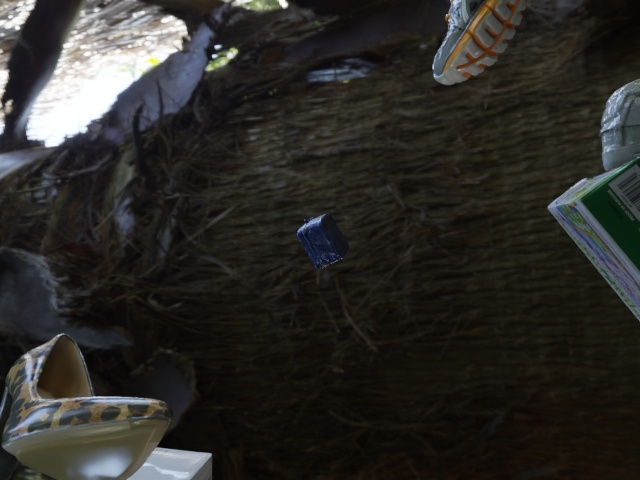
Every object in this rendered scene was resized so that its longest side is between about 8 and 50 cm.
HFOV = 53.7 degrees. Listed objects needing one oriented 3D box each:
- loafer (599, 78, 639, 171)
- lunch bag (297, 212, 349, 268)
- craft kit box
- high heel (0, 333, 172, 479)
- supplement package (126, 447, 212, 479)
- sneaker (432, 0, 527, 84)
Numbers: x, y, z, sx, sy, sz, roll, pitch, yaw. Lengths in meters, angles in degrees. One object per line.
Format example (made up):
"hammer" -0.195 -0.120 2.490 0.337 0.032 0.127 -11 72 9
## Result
"loafer" 0.476 -0.099 0.695 0.112 0.319 0.111 26 -106 -74
"lunch bag" 0.000 0.000 1.183 0.098 0.065 0.067 59 -155 -6
"craft kit box" 0.295 0.051 0.520 0.250 0.061 0.246 53 -164 8
"high heel" -0.214 0.129 0.580 0.093 0.261 0.186 49 -148 -31
"supplement package" -0.295 0.466 1.046 0.149 0.194 0.203 -18 -69 -78
"sneaker" 0.174 -0.267 0.665 0.084 0.083 0.215 3 -61 -60
